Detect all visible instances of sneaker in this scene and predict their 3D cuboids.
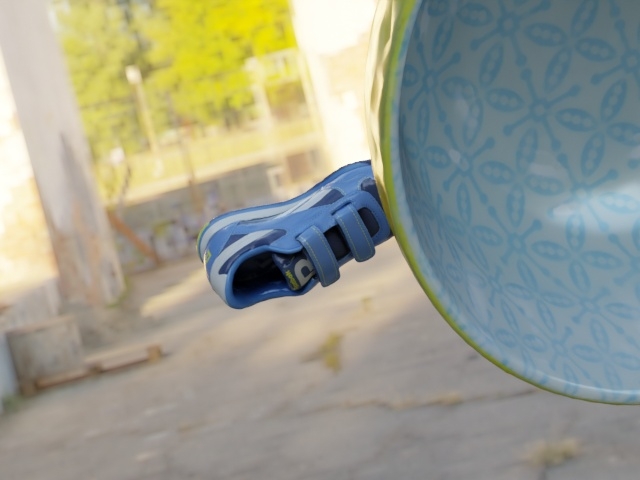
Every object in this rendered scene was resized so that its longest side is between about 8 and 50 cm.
[{"bbox_3d":[0.000,0.000,0.942,0.144,0.053,0.059,-23,34,8],"label":"sneaker"}]

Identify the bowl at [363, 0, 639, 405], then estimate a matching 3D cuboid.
[{"bbox_3d":[0.139,-0.088,0.751,0.289,0.289,0.156,-15,26,-12],"label":"bowl"}]
